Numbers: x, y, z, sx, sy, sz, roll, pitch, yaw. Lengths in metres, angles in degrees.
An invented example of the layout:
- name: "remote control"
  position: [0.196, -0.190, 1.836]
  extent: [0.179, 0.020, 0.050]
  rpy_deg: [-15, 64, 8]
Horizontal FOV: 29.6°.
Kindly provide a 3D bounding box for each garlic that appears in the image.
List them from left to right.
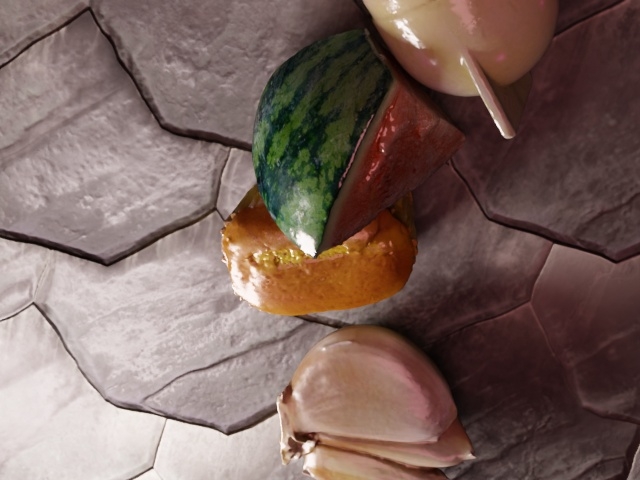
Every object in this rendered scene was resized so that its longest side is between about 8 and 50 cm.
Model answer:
- name: "garlic"
  position: [0.080, 0.261, 1.886]
  extent: [0.325, 0.132, 0.278]
  rpy_deg: [-2, 113, 12]

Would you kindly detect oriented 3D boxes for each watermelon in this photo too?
- name: "watermelon"
  position: [0.039, -0.170, 1.676]
  extent: [0.250, 0.293, 0.283]
  rpy_deg: [45, 124, 15]

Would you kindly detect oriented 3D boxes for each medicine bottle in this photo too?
- name: "medicine bottle"
  position: [0.169, -0.341, 1.556]
  extent: [0.236, 0.235, 0.406]
  rpy_deg: [-25, 107, 18]

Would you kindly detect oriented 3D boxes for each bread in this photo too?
- name: "bread"
  position: [0.000, 0.000, 1.774]
  extent: [0.288, 0.156, 0.204]
  rpy_deg: [-6, 114, 9]
